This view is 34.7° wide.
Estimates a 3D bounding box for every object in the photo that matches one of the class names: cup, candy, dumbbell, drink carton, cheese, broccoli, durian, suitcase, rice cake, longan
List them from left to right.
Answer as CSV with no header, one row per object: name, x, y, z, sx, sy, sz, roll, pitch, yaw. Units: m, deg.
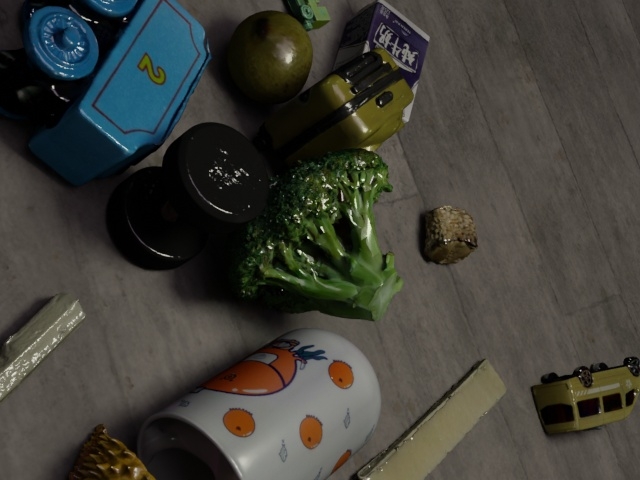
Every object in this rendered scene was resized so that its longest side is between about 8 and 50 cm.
rice cake,-0.396,0.160,1.310,0.057,0.052,0.256,31,49,10
durian,-0.248,0.391,1.298,0.260,0.154,0.186,46,74,-5
dumbbell,-0.189,-0.059,1.459,0.153,0.218,0.152,17,60,-34
cup,-0.068,0.262,1.430,0.317,0.212,0.212,-29,91,-45
longan,-0.079,-0.300,1.714,0.154,0.145,0.176,-57,147,-21
broccoli,0.000,0.000,1.551,0.275,0.307,0.308,31,42,24
suitcase,0.031,-0.198,1.689,0.194,0.235,0.143,-39,98,-42
drink carton,0.105,-0.316,1.896,0.134,0.102,0.222,34,55,-27
cheese,0.199,0.326,1.740,0.400,0.034,0.085,-31,92,-43
candy,0.239,-0.011,1.886,0.095,0.085,0.110,14,53,-28

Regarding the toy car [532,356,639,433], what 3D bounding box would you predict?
toy car,0.530,0.301,1.979,0.257,0.101,0.124,-3,78,-39

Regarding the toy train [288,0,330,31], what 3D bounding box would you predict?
toy train,-0.032,-0.437,1.868,0.081,0.050,0.122,-14,80,-47

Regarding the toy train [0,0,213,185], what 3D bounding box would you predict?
toy train,-0.313,-0.252,1.472,0.265,0.188,0.300,41,47,-25
